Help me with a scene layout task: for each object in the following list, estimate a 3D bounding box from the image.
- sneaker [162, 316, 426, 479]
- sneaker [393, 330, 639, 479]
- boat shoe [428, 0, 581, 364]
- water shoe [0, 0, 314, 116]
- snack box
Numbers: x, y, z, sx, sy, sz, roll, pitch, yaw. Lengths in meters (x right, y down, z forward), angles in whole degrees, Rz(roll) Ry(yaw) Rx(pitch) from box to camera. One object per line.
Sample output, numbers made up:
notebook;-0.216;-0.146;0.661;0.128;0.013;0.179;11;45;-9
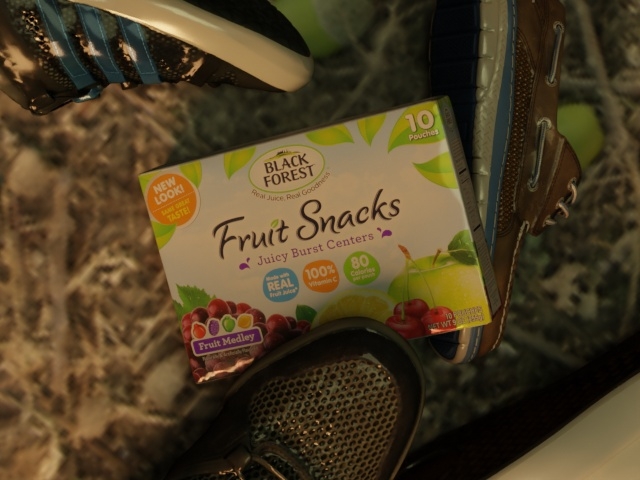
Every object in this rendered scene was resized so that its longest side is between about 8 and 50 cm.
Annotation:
sneaker;-0.042;0.131;0.663;0.227;0.130;0.087;-41;101;7
sneaker;0.131;0.128;0.748;0.290;0.106;0.123;-26;97;-13
boat shoe;0.088;-0.032;0.753;0.066;0.066;0.183;3;95;-23
water shoe;-0.105;-0.093;0.710;0.203;0.073;0.080;18;114;-15
snack box;0.000;0.000;0.712;0.141;0.037;0.100;-13;95;17
